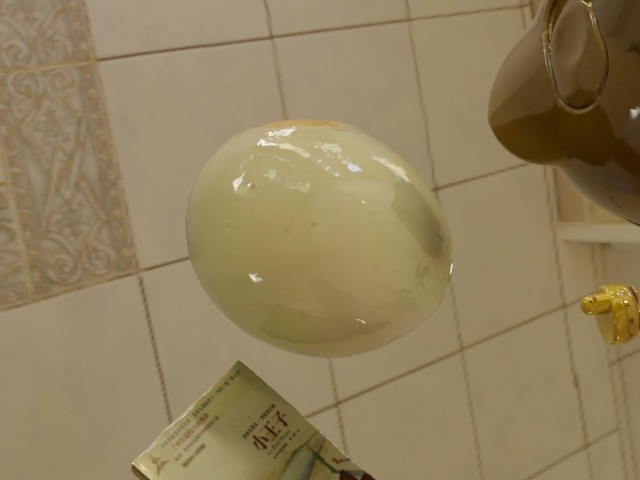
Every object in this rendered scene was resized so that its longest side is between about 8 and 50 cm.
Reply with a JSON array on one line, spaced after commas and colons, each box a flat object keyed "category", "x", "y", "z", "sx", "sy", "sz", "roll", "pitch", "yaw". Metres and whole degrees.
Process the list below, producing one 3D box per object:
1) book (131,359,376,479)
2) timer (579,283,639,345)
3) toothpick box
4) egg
[{"category": "book", "x": -0.040, "y": 0.282, "z": 1.071, "sx": 0.289, "sy": 0.026, "sz": 0.201, "roll": 39, "pitch": 44, "yaw": 9}, {"category": "timer", "x": 0.491, "y": 0.126, "z": 1.661, "sx": 0.109, "sy": 0.107, "sz": 0.107, "roll": -10, "pitch": 98, "yaw": -3}, {"category": "toothpick box", "x": 0.448, "y": -0.201, "z": 1.098, "sx": 0.425, "sy": 0.409, "sz": 0.408, "roll": 4, "pitch": 89, "yaw": -21}, {"category": "egg", "x": 0.000, "y": 0.000, "z": 1.170, "sx": 0.283, "sy": 0.345, "sz": 0.283, "roll": -17, "pitch": 116, "yaw": -38}]
